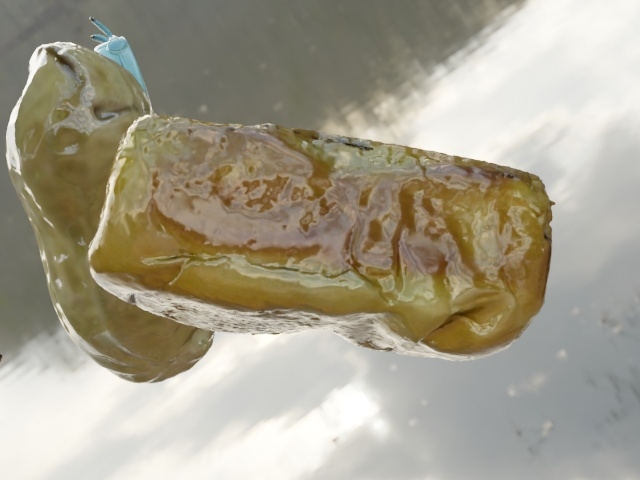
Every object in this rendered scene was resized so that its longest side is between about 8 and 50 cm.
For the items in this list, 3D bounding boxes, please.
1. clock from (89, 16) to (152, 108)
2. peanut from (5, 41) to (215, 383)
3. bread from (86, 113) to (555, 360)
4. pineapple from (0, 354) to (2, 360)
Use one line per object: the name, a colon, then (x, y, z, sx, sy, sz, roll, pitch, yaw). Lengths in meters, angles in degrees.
clock: (-0.254, -0.212, 1.889, 0.045, 0.147, 0.108, -20, -16, -10)
peanut: (-0.186, -0.020, 1.323, 0.158, 0.340, 0.174, -17, 21, 12)
bread: (0.000, 0.000, 0.984, 0.167, 0.294, 0.132, 130, 150, -76)
pineapple: (-0.301, 0.084, 0.565, 0.161, 0.158, 0.334, -61, -17, 18)
